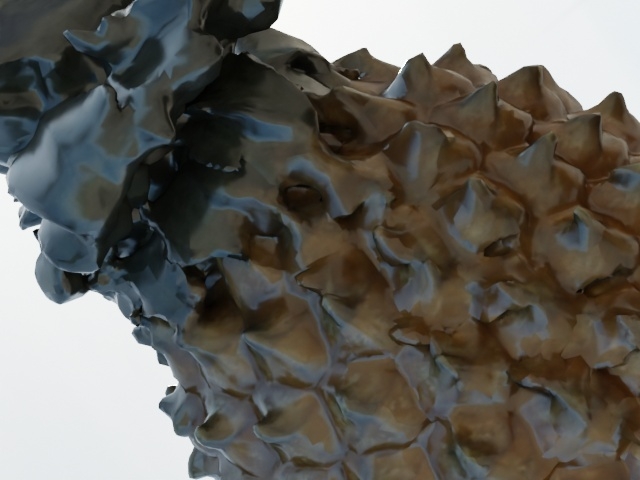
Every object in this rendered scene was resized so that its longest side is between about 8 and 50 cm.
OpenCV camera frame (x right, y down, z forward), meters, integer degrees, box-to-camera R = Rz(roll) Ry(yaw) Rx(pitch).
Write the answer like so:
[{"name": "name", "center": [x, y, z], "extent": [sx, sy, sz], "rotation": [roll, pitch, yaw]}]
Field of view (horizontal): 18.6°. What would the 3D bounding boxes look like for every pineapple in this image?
[{"name": "pineapple", "center": [0.000, 0.001, 0.687], "extent": [0.357, 0.223, 0.223], "rotation": [35, -155, -12]}]
